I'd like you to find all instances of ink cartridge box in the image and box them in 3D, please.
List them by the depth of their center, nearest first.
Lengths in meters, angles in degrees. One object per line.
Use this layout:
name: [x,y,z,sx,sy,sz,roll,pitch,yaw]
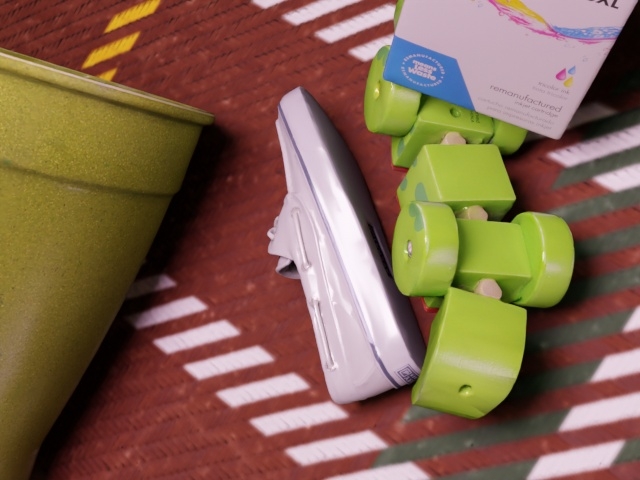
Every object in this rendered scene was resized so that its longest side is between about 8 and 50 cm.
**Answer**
ink cartridge box: [0.130,-0.177,0.684,0.134,0.231,0.078,19,58,3]

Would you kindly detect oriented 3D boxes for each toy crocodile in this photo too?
toy crocodile: [0.095,-0.040,0.802,0.105,0.115,0.341,121,149,-54]

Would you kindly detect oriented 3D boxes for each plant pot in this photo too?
plant pot: [-0.310,0.013,0.892,0.366,0.366,0.353,20,96,32]

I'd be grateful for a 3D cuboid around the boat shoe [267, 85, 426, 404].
boat shoe: [0.000,0.000,0.852,0.084,0.095,0.258,-26,63,14]
